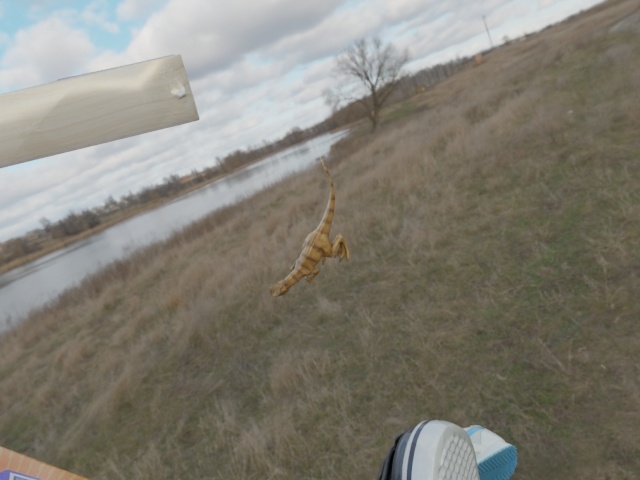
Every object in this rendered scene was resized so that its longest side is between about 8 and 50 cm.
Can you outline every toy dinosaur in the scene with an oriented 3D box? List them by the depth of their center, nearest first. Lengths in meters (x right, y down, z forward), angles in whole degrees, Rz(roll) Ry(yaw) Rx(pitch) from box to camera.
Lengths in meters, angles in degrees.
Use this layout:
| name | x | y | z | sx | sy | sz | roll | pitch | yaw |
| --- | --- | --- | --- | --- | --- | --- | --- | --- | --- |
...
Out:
| name | x | y | z | sx | sy | sz | roll | pitch | yaw |
| --- | --- | --- | --- | --- | --- | --- | --- | --- | --- |
| toy dinosaur | 0.000 | 0.000 | 0.730 | 0.064 | 0.211 | 0.112 | 27 | 2 | 27 |

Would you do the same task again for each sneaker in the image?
| name | x | y | z | sx | sy | sz | roll | pitch | yaw |
| --- | --- | --- | --- | --- | --- | --- | --- | --- | --- |
| sneaker | 0.102 | 0.279 | 0.510 | 0.127 | 0.321 | 0.126 | -1 | 48 | 28 |
| sneaker | 0.188 | 0.351 | 0.766 | 0.229 | 0.087 | 0.092 | -5 | 13 | -26 |

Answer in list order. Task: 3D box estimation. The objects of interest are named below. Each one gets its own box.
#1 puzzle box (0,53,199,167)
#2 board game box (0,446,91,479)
| name | x | y | z | sx | sy | sz | roll | pitch | yaw |
| --- | --- | --- | --- | --- | --- | --- | --- | --- | --- |
| puzzle box | -0.318 | -0.093 | 0.449 | 0.409 | 0.052 | 0.272 | -17 | 21 | -11 |
| board game box | -0.312 | 0.353 | 0.272 | 0.356 | 0.356 | 0.356 | -60 | 20 | -8 |
